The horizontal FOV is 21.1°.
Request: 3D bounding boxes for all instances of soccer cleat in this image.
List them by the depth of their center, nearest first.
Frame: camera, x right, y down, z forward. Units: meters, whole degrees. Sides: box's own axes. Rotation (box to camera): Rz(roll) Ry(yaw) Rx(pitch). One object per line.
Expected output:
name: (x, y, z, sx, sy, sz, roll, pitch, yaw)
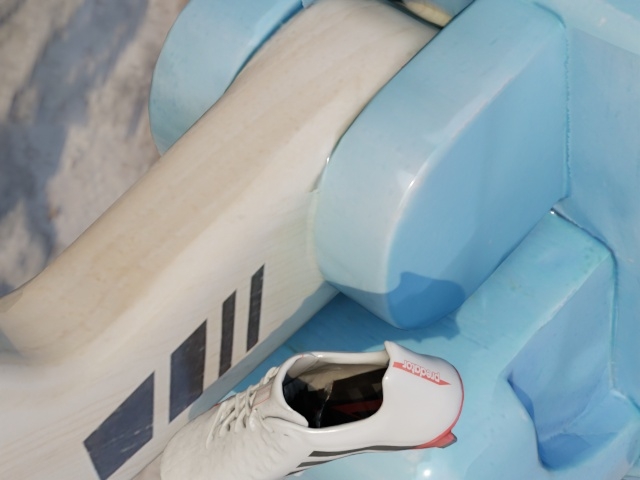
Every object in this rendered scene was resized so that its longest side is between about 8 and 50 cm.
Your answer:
soccer cleat: (-0.007, 0.040, 0.391, 0.035, 0.083, 0.029, 36, 47, -46)

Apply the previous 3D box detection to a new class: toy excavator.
toy excavator: (0.000, 0.000, 0.496, 0.445, 0.222, 0.433, -46, 152, -22)
